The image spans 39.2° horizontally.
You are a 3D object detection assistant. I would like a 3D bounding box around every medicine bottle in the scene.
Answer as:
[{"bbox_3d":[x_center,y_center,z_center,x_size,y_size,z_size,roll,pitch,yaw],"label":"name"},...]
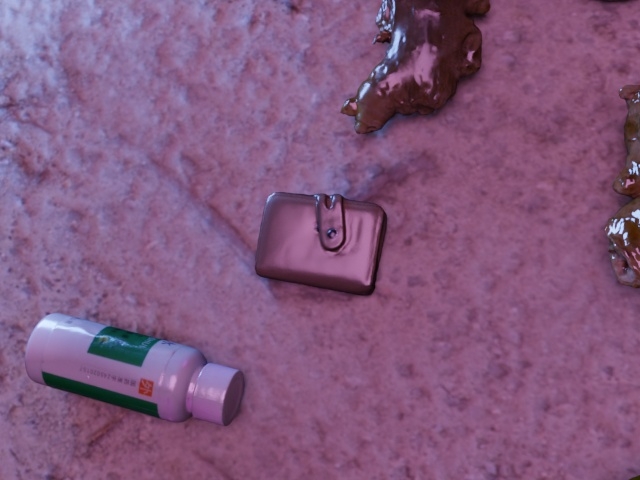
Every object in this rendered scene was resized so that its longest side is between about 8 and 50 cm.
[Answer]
[{"bbox_3d":[-0.224,0.159,1.085,0.260,0.095,0.095,14,83,16],"label":"medicine bottle"}]

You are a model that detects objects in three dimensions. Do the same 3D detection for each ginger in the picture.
[{"bbox_3d":[0.395,-0.042,0.968,0.219,0.123,0.270,-33,65,-2],"label":"ginger"},{"bbox_3d":[0.129,-0.277,1.094,0.166,0.080,0.333,19,87,4],"label":"ginger"}]

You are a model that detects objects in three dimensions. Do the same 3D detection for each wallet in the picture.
[{"bbox_3d":[0.000,0.000,1.093,0.153,0.039,0.118,7,83,16],"label":"wallet"}]

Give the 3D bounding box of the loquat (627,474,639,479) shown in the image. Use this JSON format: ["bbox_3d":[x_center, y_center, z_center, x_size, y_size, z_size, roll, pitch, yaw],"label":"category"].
[{"bbox_3d":[0.345,0.305,0.893,0.195,0.152,0.152,-23,74,-6],"label":"loquat"}]
